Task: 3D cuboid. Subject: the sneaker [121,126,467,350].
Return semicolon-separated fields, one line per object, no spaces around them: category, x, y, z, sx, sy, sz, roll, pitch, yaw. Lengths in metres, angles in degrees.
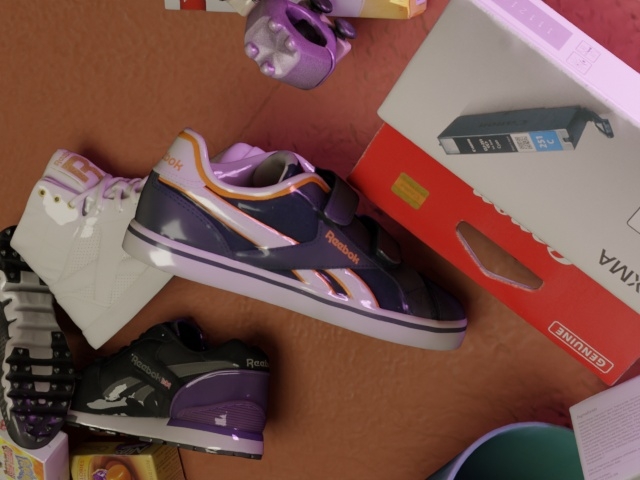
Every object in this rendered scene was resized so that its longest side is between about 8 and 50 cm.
sneaker;0.000;0.000;1.286;0.321;0.126;0.127;18;96;-21

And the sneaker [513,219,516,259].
sneaker;0.260;-0.051;1.215;0.286;0.109;0.130;-7;113;36

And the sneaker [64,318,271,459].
sneaker;-0.166;0.138;1.495;0.283;0.107;0.124;6;82;31

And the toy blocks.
toy blocks;-0.047;-0.296;1.105;0.288;0.260;0.309;47;117;6

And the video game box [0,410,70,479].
video game box;-0.352;0.222;1.577;0.187;0.048;0.205;27;145;11

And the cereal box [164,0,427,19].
cereal box;-0.028;-0.281;1.278;0.240;0.047;0.173;5;110;23

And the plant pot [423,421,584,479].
plant pot;0.148;0.337;1.309;0.293;0.293;0.235;51;135;0

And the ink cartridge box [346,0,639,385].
ink cartridge box;0.175;-0.029;1.170;0.296;0.066;0.261;38;132;5

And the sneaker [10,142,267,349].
sneaker;-0.186;-0.034;1.413;0.169;0.108;0.292;47;122;-2

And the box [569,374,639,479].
box;0.284;0.174;1.263;0.102;0.087;0.101;-30;140;31

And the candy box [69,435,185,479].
candy box;-0.190;0.300;1.576;0.109;0.053;0.186;-4;106;26

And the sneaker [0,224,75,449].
sneaker;-0.307;0.109;1.504;0.106;0.078;0.234;-38;55;43
